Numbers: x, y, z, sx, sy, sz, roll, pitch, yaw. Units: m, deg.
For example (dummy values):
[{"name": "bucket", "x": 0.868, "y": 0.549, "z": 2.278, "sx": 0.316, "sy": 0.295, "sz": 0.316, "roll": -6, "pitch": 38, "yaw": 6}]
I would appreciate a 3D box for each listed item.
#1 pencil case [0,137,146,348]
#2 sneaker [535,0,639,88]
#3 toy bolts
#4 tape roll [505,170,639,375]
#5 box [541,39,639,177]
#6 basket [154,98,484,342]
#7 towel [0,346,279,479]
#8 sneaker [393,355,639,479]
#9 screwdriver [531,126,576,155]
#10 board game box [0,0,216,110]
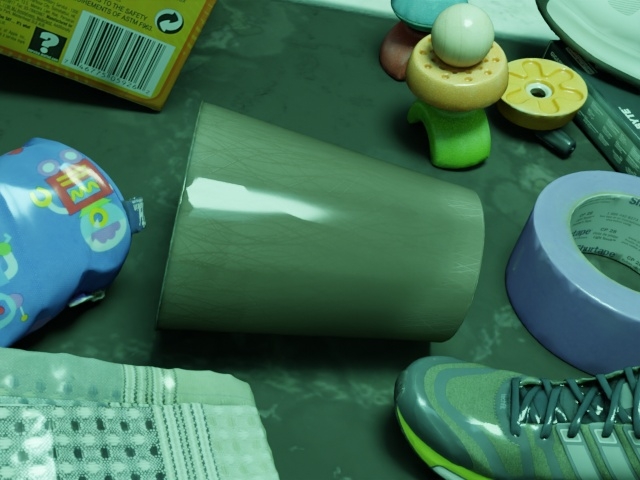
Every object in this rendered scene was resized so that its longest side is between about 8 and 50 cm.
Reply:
[{"name": "pencil case", "x": -0.264, "y": 0.043, "z": 0.595, "sx": 0.306, "sy": 0.119, "sz": 0.133, "roll": -41, "pitch": 106, "yaw": -41}, {"name": "sneaker", "x": 0.470, "y": -0.266, "z": 0.914, "sx": 0.448, "sy": 0.257, "sz": 0.169, "roll": 27, "pitch": 44, "yaw": 11}, {"name": "toy bolts", "x": 0.167, "y": -0.221, "z": 0.919, "sx": 0.218, "sy": 0.158, "sz": 0.228, "roll": -15, "pitch": 50, "yaw": -14}, {"name": "tape roll", "x": 0.267, "y": 0.029, "z": 0.770, "sx": 0.189, "sy": 0.080, "sz": 0.189, "roll": 7, "pitch": 44, "yaw": -7}, {"name": "box", "x": 0.380, "y": -0.152, "z": 0.998, "sx": 0.175, "sy": 0.051, "sz": 0.220, "roll": -7, "pitch": 49, "yaw": -22}, {"name": "basket", "x": 0.000, "y": 0.000, "z": 0.686, "sx": 0.227, "sy": 0.154, "sz": 0.204, "roll": 12, "pitch": 45, "yaw": -8}, {"name": "towel", "x": -0.117, "y": 0.183, "z": 0.457, "sx": 0.312, "sy": 0.056, "sz": 0.324, "roll": 11, "pitch": 38, "yaw": -38}, {"name": "sneaker", "x": 0.202, "y": 0.128, "z": 0.623, "sx": 0.300, "sy": 0.121, "sz": 0.111, "roll": 12, "pitch": 44, "yaw": -2}, {"name": "screwdriver", "x": 0.216, "y": -0.146, "z": 0.974, "sx": 0.170, "sy": 0.024, "sz": 0.025, "roll": 41, "pitch": 22, "yaw": 27}, {"name": "board game box", "x": -0.243, "y": -0.414, "z": 0.817, "sx": 0.357, "sy": 0.356, "sz": 0.356, "roll": 18, "pitch": 41, "yaw": -24}]
